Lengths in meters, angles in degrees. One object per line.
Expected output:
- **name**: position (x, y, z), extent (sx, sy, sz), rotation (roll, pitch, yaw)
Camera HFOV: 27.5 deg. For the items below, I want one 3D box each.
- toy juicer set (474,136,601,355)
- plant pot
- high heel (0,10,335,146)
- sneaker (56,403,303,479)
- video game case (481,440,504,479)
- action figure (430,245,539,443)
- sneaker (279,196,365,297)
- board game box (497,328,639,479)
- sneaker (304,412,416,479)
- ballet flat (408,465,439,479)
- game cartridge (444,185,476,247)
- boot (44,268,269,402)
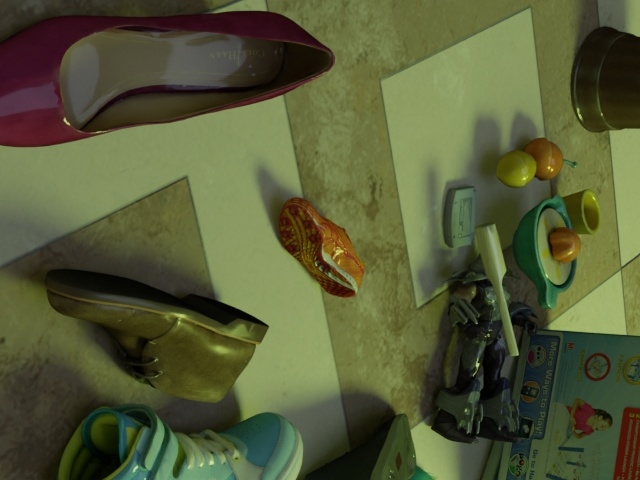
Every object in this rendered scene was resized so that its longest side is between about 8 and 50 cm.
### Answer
- **toy juicer set**: position (0.310, -0.021, 1.840), extent (0.209, 0.090, 0.329), rotation (62, 40, -25)
- **plant pot**: position (0.497, -0.237, 1.989), extent (0.167, 0.165, 0.166), rotation (-14, 110, -44)
- **high heel**: position (-0.168, -0.167, 1.297), extent (0.377, 0.181, 0.127), rotation (-26, 118, -40)
- **sneaker**: position (-0.153, 0.239, 1.453), extent (0.319, 0.127, 0.208), rotation (-35, 124, -37)
- **video game case**: position (0.302, 0.400, 2.042), extent (0.183, 0.023, 0.201), rotation (27, 80, -46)
- **action figure**: position (0.237, 0.142, 1.860), extent (0.185, 0.099, 0.284), rotation (1, 96, -41)
- **sneaker**: position (0.000, 0.000, 1.615), extent (0.175, 0.064, 0.067), rotation (56, 40, -44)
- **board game box**: position (0.419, 0.291, 1.901), extent (0.086, 0.302, 0.308), rotation (26, 72, -47)
- **sneaker**: position (0.052, 0.294, 1.725), extent (0.222, 0.118, 0.083), rotation (-45, 122, -68)
- **ballet flat**: position (0.169, 0.389, 1.861), extent (0.247, 0.083, 0.087), rotation (51, 49, -42)
- **game cartridge**: position (0.196, -0.033, 1.831), extent (0.056, 0.017, 0.083), rotation (-12, 108, -48)
- **boot**: position (-0.182, 0.107, 1.413), extent (0.305, 0.112, 0.115), rotation (23, 93, -49)
